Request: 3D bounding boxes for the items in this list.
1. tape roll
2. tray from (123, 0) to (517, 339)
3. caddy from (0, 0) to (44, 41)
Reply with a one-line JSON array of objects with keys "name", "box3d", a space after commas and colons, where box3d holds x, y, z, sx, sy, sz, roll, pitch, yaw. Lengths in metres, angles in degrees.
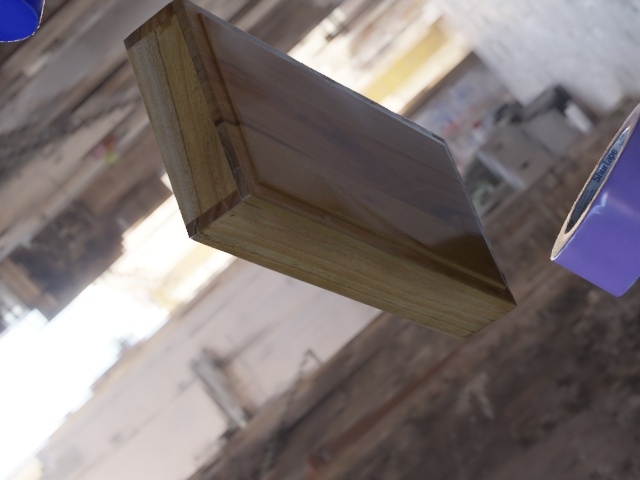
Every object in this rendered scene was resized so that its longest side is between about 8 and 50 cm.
[{"name": "tape roll", "box3d": [0.315, -0.042, 1.711, 0.080, 0.189, 0.189, 30, -173, 2]}, {"name": "tray", "box3d": [0.013, -0.053, 1.482, 0.411, 0.076, 0.202, 23, -140, -52]}, {"name": "caddy", "box3d": [-0.306, -0.321, 1.420, 0.341, 0.241, 0.179, 28, -130, -45]}]
